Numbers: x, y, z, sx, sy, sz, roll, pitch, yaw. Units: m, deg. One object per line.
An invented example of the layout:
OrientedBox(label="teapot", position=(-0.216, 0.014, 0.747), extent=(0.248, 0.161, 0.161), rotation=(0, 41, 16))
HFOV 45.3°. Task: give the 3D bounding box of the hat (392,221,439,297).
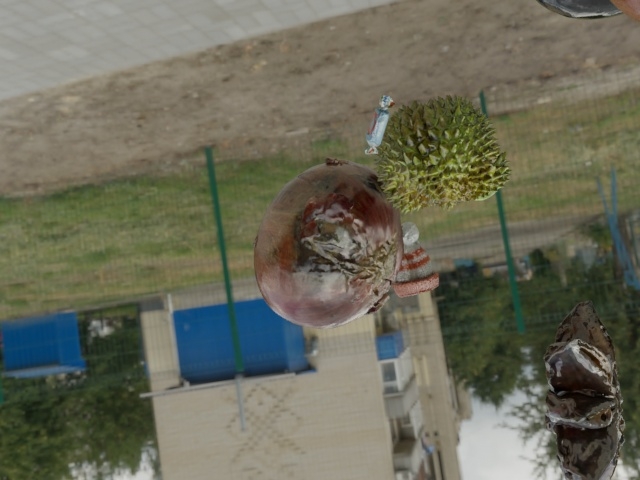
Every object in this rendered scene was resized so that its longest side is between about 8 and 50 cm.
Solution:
OrientedBox(label="hat", position=(0.202, 0.038, 1.695), extent=(0.112, 0.162, 0.094), rotation=(-20, -172, -31))

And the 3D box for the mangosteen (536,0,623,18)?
OrientedBox(label="mangosteen", position=(0.639, -0.708, 1.739), extent=(0.382, 0.381, 0.435), rotation=(-9, 165, 12))

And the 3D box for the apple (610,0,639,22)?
OrientedBox(label="apple", position=(0.439, -0.417, 0.836), extent=(0.339, 0.304, 0.338), rotation=(1, 151, 1))

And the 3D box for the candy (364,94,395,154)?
OrientedBox(label="candy", position=(0.080, -0.156, 1.043), extent=(0.030, 0.083, 0.020), rotation=(8, -168, -36))

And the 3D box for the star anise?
OrientedBox(label="star anise", position=(0.433, 0.265, 1.262), extent=(0.118, 0.331, 0.332), rotation=(-8, 175, 23))

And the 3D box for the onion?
OrientedBox(label="onion", position=(0.032, 0.006, 1.521), extent=(0.354, 0.353, 0.353), rotation=(-8, 175, -1))

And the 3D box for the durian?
OrientedBox(label="durian", position=(0.189, -0.145, 1.266), extent=(0.200, 0.176, 0.237), rotation=(-26, -163, -20))
